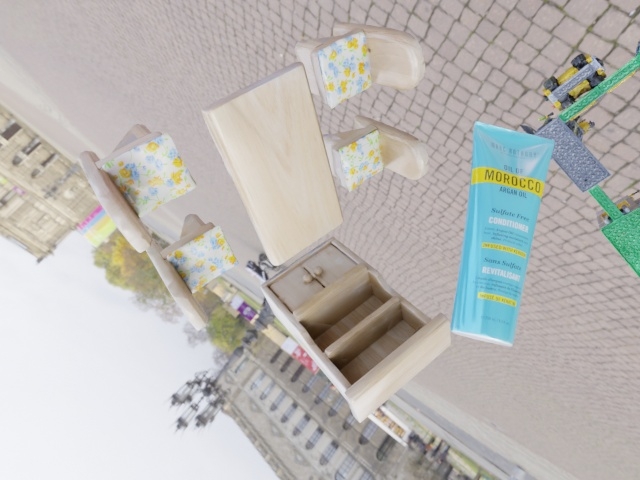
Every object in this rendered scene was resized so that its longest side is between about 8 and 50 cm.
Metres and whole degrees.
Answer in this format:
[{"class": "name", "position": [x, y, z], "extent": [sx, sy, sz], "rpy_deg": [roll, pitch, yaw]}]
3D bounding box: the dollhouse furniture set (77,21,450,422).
[{"class": "dollhouse furniture set", "position": [0.000, 0.000, 0.520], "extent": [0.256, 0.362, 0.394], "rpy_deg": [39, 156, 43]}]

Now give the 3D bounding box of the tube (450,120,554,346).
[{"class": "tube", "position": [0.167, -0.010, 0.387], "extent": [0.080, 0.207, 0.052], "rpy_deg": [15, 168, -5]}]

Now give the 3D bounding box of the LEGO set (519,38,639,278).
[{"class": "LEGO set", "position": [0.439, -0.103, 0.537], "extent": [0.331, 0.255, 0.192], "rpy_deg": [48, -149, 14]}]
